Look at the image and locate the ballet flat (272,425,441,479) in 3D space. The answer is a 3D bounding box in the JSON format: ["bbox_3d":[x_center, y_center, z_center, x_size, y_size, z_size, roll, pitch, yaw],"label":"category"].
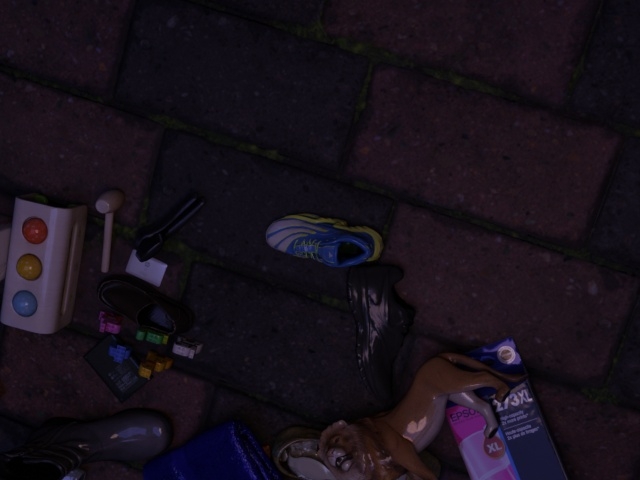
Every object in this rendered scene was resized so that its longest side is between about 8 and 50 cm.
[{"bbox_3d":[0.067,0.461,1.828,0.348,0.123,0.123,10,101,10],"label":"ballet flat"}]

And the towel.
[{"bbox_3d":[-0.226,0.520,1.878,0.308,0.076,0.227,-33,92,32],"label":"towel"}]

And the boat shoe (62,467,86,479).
[{"bbox_3d":[-0.576,0.606,2.004,0.081,0.079,0.227,17,99,13],"label":"boat shoe"}]

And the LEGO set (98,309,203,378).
[{"bbox_3d":[-0.371,0.233,1.875,0.227,0.093,0.087,18,105,-1],"label":"LEGO set"}]

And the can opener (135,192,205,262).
[{"bbox_3d":[-0.311,-0.030,1.859,0.186,0.059,0.073,-41,63,5],"label":"can opener"}]

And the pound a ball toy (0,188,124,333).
[{"bbox_3d":[-0.546,0.034,1.875,0.208,0.136,0.319,14,102,9],"label":"pound a ball toy"}]

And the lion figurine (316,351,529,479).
[{"bbox_3d":[0.190,0.337,1.720,0.392,0.142,0.240,-46,56,-6],"label":"lion figurine"}]

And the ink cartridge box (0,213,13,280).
[{"bbox_3d":[-0.791,-0.008,1.882,0.283,0.207,0.117,16,104,8],"label":"ink cartridge box"}]

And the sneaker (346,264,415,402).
[{"bbox_3d":[0.128,0.183,1.779,0.130,0.109,0.286,-7,101,4],"label":"sneaker"}]

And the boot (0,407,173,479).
[{"bbox_3d":[-0.495,0.449,1.887,0.338,0.223,0.118,-10,96,13],"label":"boot"}]

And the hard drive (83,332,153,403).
[{"bbox_3d":[-0.440,0.274,1.950,0.094,0.022,0.135,-40,90,15],"label":"hard drive"}]

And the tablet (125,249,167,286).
[{"bbox_3d":[-0.370,0.059,1.909,0.083,0.006,0.054,24,103,7],"label":"tablet"}]

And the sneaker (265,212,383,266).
[{"bbox_3d":[0.000,0.000,1.759,0.240,0.126,0.091,3,100,11],"label":"sneaker"}]

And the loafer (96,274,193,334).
[{"bbox_3d":[-0.375,0.136,1.884,0.220,0.078,0.080,20,103,8],"label":"loafer"}]

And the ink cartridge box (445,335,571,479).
[{"bbox_3d":[0.361,0.391,1.753,0.176,0.069,0.371,-23,82,15],"label":"ink cartridge box"}]

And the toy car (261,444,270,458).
[{"bbox_3d":[-0.148,0.490,1.915,0.060,0.040,0.122,18,102,8],"label":"toy car"}]
